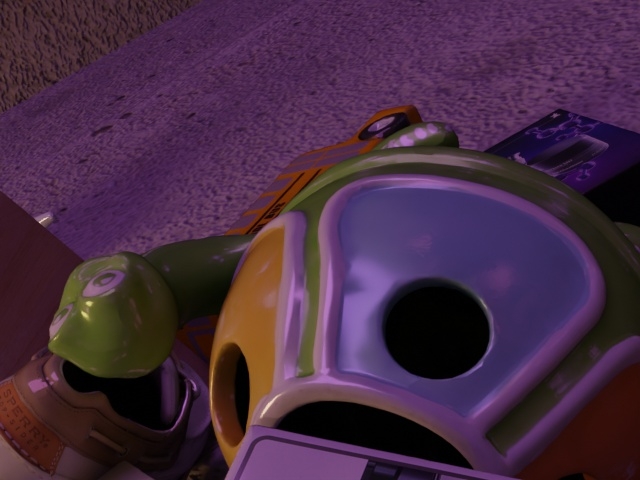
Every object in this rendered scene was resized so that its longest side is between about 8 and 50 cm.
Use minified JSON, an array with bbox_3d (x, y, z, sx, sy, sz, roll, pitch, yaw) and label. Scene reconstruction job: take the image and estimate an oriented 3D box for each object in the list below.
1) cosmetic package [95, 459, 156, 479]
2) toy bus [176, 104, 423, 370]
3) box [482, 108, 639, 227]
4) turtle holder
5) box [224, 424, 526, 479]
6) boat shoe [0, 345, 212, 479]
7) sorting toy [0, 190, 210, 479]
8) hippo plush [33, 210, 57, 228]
[{"bbox_3d":[-0.120,0.257,0.738,0.224,0.138,0.225,-35,24,-23],"label":"cosmetic package"},{"bbox_3d":[0.000,0.000,1.266,0.130,0.108,0.332,-12,25,36],"label":"toy bus"},{"bbox_3d":[0.139,0.009,1.094,0.261,0.103,0.184,-30,18,-10],"label":"box"},{"bbox_3d":[0.035,0.060,0.764,0.243,0.320,0.227,-49,0,31],"label":"turtle holder"},{"bbox_3d":[0.079,0.188,0.551,0.290,0.087,0.169,9,47,20],"label":"box"},{"bbox_3d":[-0.132,0.115,0.933,0.103,0.113,0.302,-45,-9,14],"label":"boat shoe"},{"bbox_3d":[-0.221,0.120,1.051,0.089,0.255,0.257,-43,12,26],"label":"sorting toy"},{"bbox_3d":[-0.491,0.070,1.618,0.294,0.234,0.236,20,54,4],"label":"hippo plush"}]
